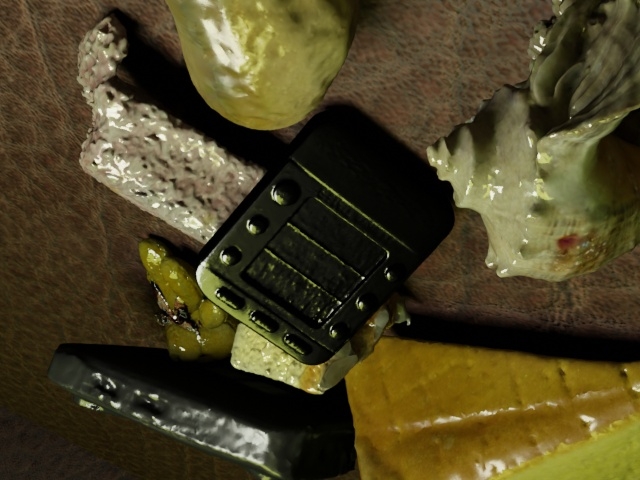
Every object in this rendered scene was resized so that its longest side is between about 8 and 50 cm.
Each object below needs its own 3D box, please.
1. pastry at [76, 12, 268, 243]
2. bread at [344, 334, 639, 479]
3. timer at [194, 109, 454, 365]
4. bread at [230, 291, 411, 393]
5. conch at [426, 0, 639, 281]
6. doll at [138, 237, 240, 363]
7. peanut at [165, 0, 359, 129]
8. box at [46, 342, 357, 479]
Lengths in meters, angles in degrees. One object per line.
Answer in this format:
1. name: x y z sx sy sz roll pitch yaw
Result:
1. pastry: -0.118 -0.063 0.891 0.265 0.112 0.103 41 173 -20
2. bread: 0.233 0.158 1.003 0.362 0.245 0.233 -28 137 24
3. timer: 0.000 0.000 0.846 0.144 0.187 0.055 36 -162 -19
4. bread: -0.013 0.070 1.005 0.147 0.152 0.127 5 136 40
5. conch: 0.179 -0.059 0.549 0.245 0.162 0.178 1 176 -12
6. doll: -0.166 0.085 1.255 0.137 0.097 0.209 17 149 35
7. peanut: -0.040 -0.165 0.623 0.120 0.110 0.236 39 156 30
8. box: -0.129 0.212 1.330 0.350 0.091 0.359 17 177 20
